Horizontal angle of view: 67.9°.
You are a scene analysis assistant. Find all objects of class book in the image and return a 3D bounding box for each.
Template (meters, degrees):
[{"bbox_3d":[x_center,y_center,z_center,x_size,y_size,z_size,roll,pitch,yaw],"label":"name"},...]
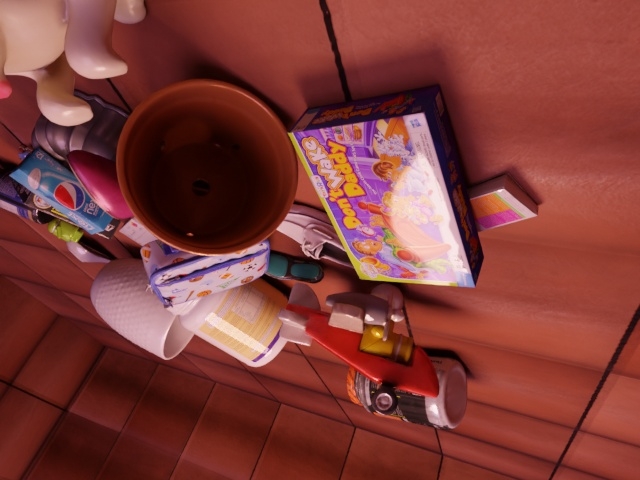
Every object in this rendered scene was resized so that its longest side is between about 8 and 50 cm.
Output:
[{"bbox_3d":[0.284,-0.055,0.824,0.096,0.035,0.144,35,149,-25],"label":"book"}]

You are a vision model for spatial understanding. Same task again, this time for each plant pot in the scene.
[{"bbox_3d":[-0.206,-0.112,0.861,0.290,0.291,0.203,32,166,-14],"label":"plant pot"}]

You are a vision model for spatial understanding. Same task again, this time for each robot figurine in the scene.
[{"bbox_3d":[-0.878,-0.039,1.630,0.115,0.067,0.101,34,-179,-20],"label":"robot figurine"}]

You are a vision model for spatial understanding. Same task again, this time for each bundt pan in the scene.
[{"bbox_3d":[-0.509,-0.176,1.096,0.330,0.124,0.331,17,149,10],"label":"bundt pan"}]

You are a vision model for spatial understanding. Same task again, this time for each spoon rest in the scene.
[{"bbox_3d":[-0.831,0.071,1.768,0.137,0.084,0.276,19,149,53],"label":"spoon rest"}]

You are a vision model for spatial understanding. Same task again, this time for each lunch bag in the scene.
[{"bbox_3d":[-0.274,0.049,1.144,0.243,0.303,0.115,110,138,-64],"label":"lunch bag"}]

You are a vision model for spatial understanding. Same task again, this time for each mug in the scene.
[{"bbox_3d":[-0.584,0.209,1.667,0.327,0.276,0.374,25,-179,9],"label":"mug"}]

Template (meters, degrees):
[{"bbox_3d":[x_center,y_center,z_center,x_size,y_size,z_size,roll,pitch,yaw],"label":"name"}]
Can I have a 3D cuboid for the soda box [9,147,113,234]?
[{"bbox_3d":[-0.565,-0.105,1.058,0.071,0.067,0.210,-8,139,43],"label":"soda box"}]

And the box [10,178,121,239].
[{"bbox_3d":[-0.670,-0.104,1.246,0.216,0.060,0.270,31,176,-43],"label":"box"}]

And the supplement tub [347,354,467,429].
[{"bbox_3d":[0.264,0.454,1.481,0.337,0.207,0.207,-3,141,38],"label":"supplement tub"}]

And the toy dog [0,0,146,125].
[{"bbox_3d":[-0.369,-0.305,0.501,0.284,0.408,0.395,-4,141,39],"label":"toy dog"}]

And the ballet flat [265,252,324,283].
[{"bbox_3d":[-0.076,0.079,1.268,0.188,0.070,0.070,14,149,24],"label":"ballet flat"}]

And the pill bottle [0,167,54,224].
[{"bbox_3d":[-0.908,-0.144,1.429,0.219,0.123,0.123,24,150,1],"label":"pill bottle"}]

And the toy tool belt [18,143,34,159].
[{"bbox_3d":[-0.786,-0.226,1.281,0.083,0.051,0.052,21,150,6],"label":"toy tool belt"}]

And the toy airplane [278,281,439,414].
[{"bbox_3d":[0.089,0.210,1.175,0.384,0.272,0.386,43,168,-29],"label":"toy airplane"}]

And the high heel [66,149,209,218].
[{"bbox_3d":[-0.336,-0.115,0.983,0.127,0.181,0.377,58,-179,20],"label":"high heel"}]

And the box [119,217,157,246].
[{"bbox_3d":[-0.507,-0.006,1.453,0.186,0.038,0.145,37,148,-23],"label":"box"}]

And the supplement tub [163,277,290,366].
[{"bbox_3d":[-0.261,0.196,1.401,0.331,0.241,0.241,38,147,-23],"label":"supplement tub"}]

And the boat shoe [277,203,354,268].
[{"bbox_3d":[0.000,0.000,1.054,0.267,0.088,0.096,21,151,4],"label":"boat shoe"}]

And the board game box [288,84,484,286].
[{"bbox_3d":[0.123,-0.071,0.811,0.233,0.078,0.347,1,134,35],"label":"board game box"}]
